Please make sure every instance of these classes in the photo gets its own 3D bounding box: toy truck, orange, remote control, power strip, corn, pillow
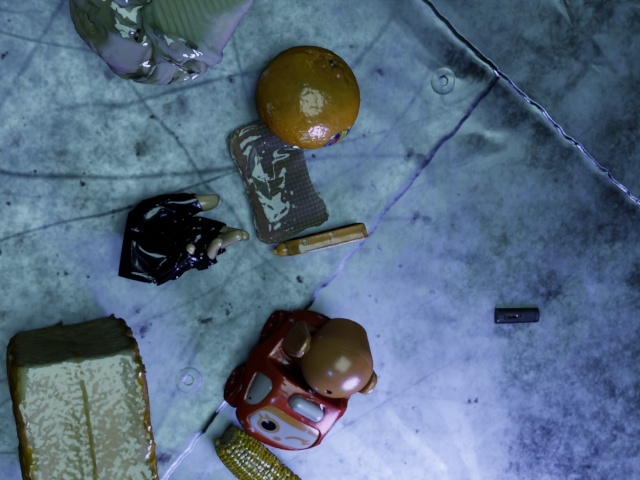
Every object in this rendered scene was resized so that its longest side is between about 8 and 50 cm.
[{"bbox_3d":[-0.022,0.241,1.906,0.189,0.239,0.265,31,89,-18],"label":"toy truck"},{"bbox_3d":[-0.018,-0.238,1.873,0.177,0.155,0.177,6,70,-16],"label":"orange"},{"bbox_3d":[0.372,0.143,2.129,0.091,0.016,0.034,-1,94,-18],"label":"remote control"},{"bbox_3d":[0.000,0.000,1.976,0.178,0.049,0.028,-14,97,-15],"label":"power strip"},{"bbox_3d":[-0.092,0.418,1.997,0.080,0.080,0.238,-44,105,-7],"label":"corn"},{"bbox_3d":[-0.074,-0.106,1.946,0.135,0.034,0.211,-21,102,-12],"label":"pillow"}]

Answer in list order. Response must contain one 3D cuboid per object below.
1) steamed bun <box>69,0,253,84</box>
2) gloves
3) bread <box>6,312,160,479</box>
[{"bbox_3d":[-0.261,-0.381,1.771,0.268,0.207,0.280,34,61,-19],"label":"steamed bun"},{"bbox_3d":[-0.221,-0.002,1.866,0.203,0.124,0.164,8,77,-10],"label":"gloves"},{"bbox_3d":[-0.378,0.277,1.783,0.207,0.279,0.279,-10,104,-14],"label":"bread"}]
